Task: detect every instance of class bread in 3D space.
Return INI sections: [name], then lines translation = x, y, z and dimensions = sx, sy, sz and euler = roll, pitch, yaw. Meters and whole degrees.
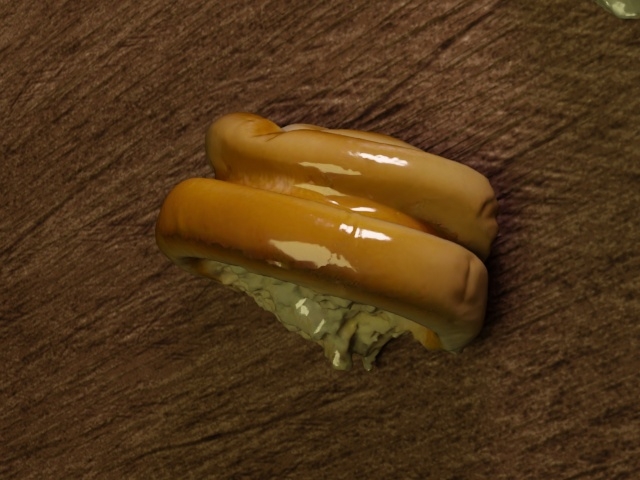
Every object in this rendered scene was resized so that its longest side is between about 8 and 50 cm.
[bread]
translation = 0.016, -0.004, 1.759
dimensions = 0.424, 0.329, 0.245
euler = 12, 61, 37

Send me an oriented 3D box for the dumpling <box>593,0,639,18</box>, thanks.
[dumpling]
translation = 0.301, -0.340, 1.552
dimensions = 0.151, 0.124, 0.229
euler = -31, 80, -1
